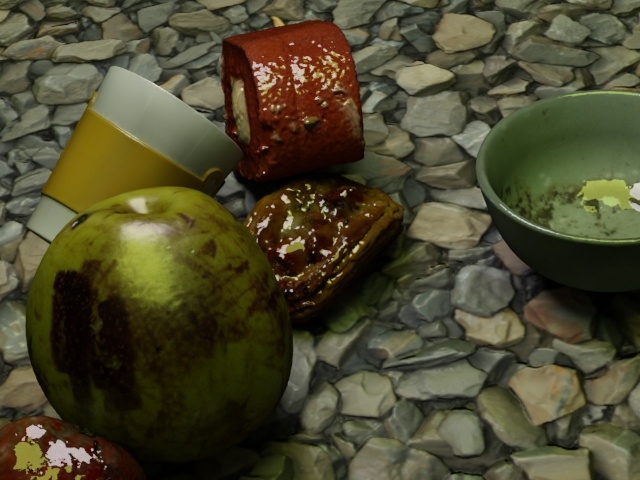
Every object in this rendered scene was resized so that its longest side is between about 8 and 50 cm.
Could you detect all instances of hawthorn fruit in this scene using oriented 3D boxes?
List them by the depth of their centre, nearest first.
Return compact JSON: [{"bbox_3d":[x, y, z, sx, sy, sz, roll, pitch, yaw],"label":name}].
[{"bbox_3d":[-0.268,0.277,1.338,0.181,0.181,0.235,23,69,30],"label":"hawthorn fruit"}]

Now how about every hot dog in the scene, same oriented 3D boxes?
[{"bbox_3d":[-0.002,0.001,1.673,0.160,0.099,0.227,17,48,26],"label":"hot dog"}]

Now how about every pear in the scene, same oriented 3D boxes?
[{"bbox_3d":[-0.162,0.085,1.458,0.284,0.283,0.283,-4,40,3],"label":"pear"}]

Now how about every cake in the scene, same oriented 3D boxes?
[{"bbox_3d":[-0.044,-0.172,1.766,0.151,0.177,0.283,-14,9,-9],"label":"cake"}]

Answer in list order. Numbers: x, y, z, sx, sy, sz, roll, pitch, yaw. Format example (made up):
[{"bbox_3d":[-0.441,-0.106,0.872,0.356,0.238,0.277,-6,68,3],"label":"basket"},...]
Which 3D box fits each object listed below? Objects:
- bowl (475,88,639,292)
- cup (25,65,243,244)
[{"bbox_3d":[0.322,-0.034,1.633,0.289,0.146,0.289,-5,39,4],"label":"bowl"},{"bbox_3d":[-0.218,-0.062,1.699,0.185,0.241,0.226,32,82,8],"label":"cup"}]
